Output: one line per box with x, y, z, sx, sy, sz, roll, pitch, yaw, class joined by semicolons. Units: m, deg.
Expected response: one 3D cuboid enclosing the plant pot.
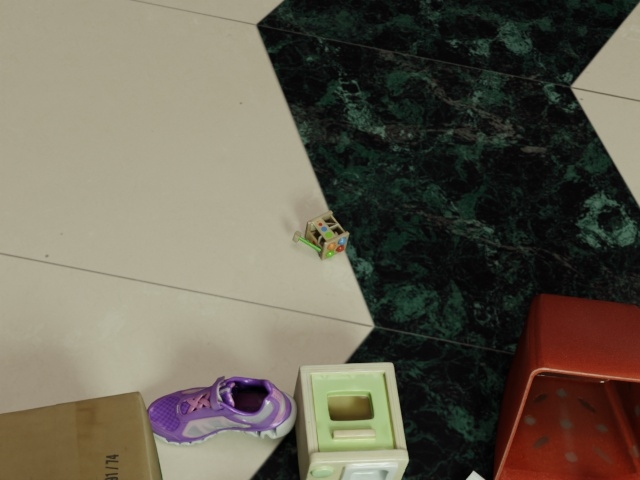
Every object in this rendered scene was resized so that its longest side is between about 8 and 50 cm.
0.419;0.232;1.732;0.267;0.267;0.236;7;37;-3;plant pot

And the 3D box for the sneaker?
-0.159;0.254;1.699;0.236;0.105;0.095;-5;59;6;sneaker

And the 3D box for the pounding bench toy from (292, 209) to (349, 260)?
0.000;0.000;1.950;0.083;0.052;0.065;-26;63;-24;pounding bench toy

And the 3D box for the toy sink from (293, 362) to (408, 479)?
0.046;0.317;1.685;0.152;0.131;0.234;0;55;-8;toy sink

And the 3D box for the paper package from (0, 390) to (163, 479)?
-0.361;0.390;1.486;0.309;0.168;0.325;-8;35;-12;paper package

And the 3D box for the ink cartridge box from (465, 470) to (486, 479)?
0.226;0.419;1.703;0.063;0.029;0.115;37;57;17;ink cartridge box
